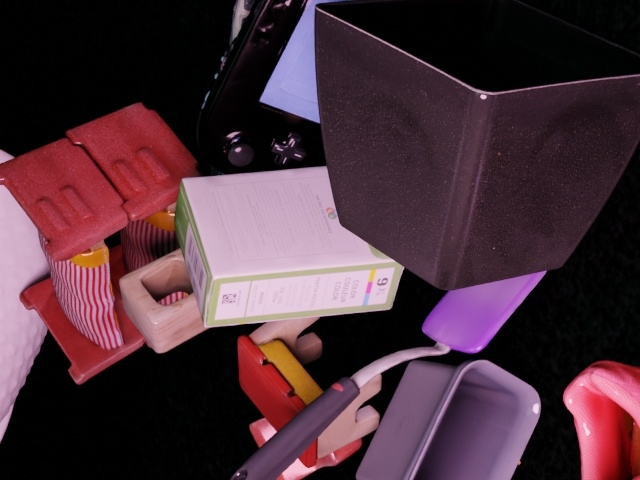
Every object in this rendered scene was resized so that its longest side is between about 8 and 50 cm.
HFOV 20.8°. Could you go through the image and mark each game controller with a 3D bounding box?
[{"bbox_3d":[0.031,-0.170,1.354,0.319,0.166,0.067,-61,15,24],"label":"game controller"}]

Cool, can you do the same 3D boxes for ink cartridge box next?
[{"bbox_3d":[0.000,0.000,1.363,0.062,0.209,0.109,101,156,-45],"label":"ink cartridge box"}]

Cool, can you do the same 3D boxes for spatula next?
[{"bbox_3d":[0.044,0.099,1.286,0.084,0.296,0.030,21,142,58],"label":"spatula"}]

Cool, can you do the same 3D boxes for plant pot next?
[{"bbox_3d":[0.109,-0.071,1.262,0.187,0.188,0.167,34,124,43],"label":"plant pot"}]

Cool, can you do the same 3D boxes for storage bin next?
[{"bbox_3d":[0.094,0.156,1.326,0.091,0.098,0.135,14,76,59],"label":"storage bin"}]

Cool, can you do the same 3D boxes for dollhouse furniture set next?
[{"bbox_3d":[-0.115,0.081,1.467,0.374,0.152,0.201,49,156,32],"label":"dollhouse furniture set"}]

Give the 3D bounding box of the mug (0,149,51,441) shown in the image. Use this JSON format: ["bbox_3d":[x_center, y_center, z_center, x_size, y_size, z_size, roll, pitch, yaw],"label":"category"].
[{"bbox_3d":[-0.399,0.115,1.704,0.276,0.374,0.328,8,62,20],"label":"mug"}]

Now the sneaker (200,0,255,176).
[{"bbox_3d":[-0.058,-0.131,1.495,0.122,0.110,0.283,11,97,51],"label":"sneaker"}]

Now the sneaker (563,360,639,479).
[{"bbox_3d":[0.219,0.214,1.101,0.116,0.136,0.313,-36,48,31],"label":"sneaker"}]
